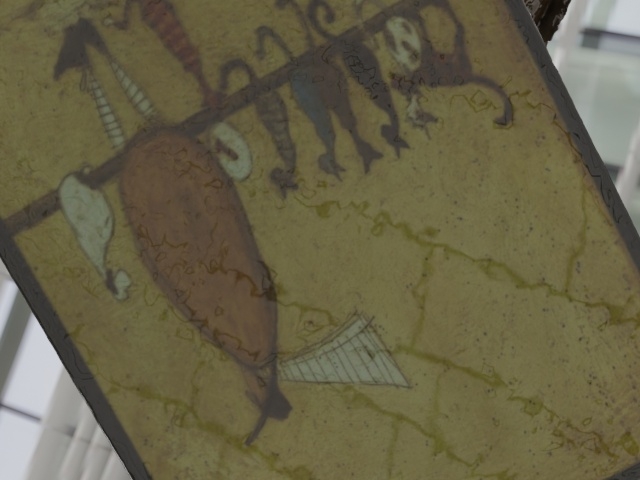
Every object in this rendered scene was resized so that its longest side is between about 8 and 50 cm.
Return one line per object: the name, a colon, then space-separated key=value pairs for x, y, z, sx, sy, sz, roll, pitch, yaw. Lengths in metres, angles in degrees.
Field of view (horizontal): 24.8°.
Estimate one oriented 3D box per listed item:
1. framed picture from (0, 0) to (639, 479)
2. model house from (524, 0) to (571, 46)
framed picture: x=0.000 y=0.000 z=0.643 sx=0.338 sy=0.255 sz=0.014 roll=62 pitch=-179 yaw=-10
model house: x=0.097 y=-0.208 z=0.886 sx=0.248 sy=0.176 sz=0.181 roll=-51 pitch=-31 yaw=3
